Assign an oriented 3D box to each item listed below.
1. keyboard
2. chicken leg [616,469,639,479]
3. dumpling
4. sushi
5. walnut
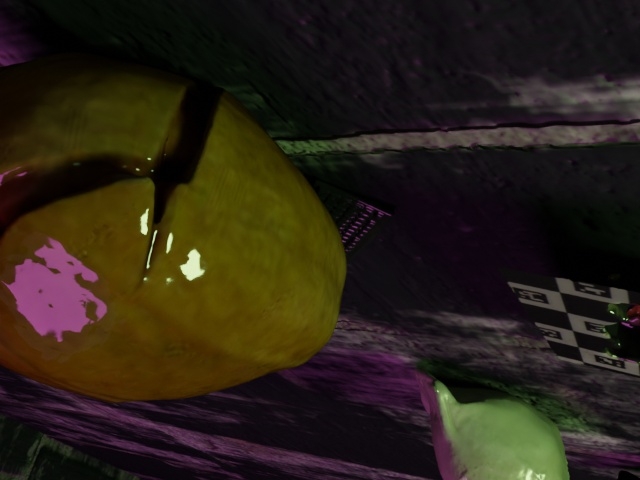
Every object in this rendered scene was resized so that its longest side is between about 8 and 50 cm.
[{"bbox_3d":[0.000,0.000,0.807,0.067,0.011,0.202,22,158,-7],"label":"keyboard"},{"bbox_3d":[0.411,0.273,1.092,0.219,0.048,0.089,0,149,39],"label":"chicken leg"},{"bbox_3d":[0.184,0.223,1.064,0.215,0.126,0.166,16,175,-2],"label":"dumpling"},{"bbox_3d":[0.239,0.049,0.679,0.192,0.051,0.215,11,163,28],"label":"sushi"},{"bbox_3d":[-0.097,0.004,0.653,0.209,0.209,0.336,2,163,37],"label":"walnut"}]
